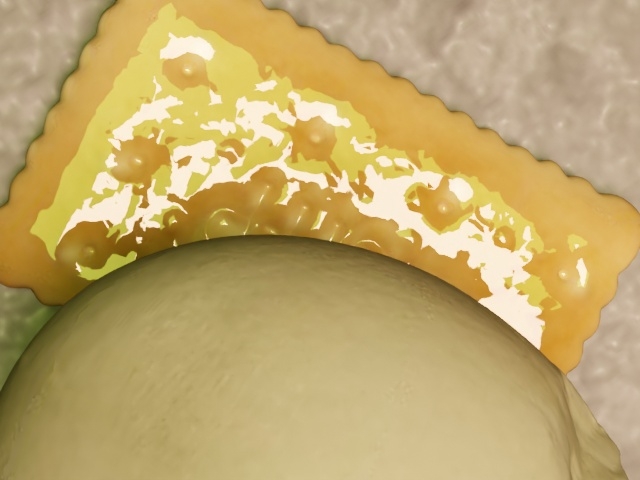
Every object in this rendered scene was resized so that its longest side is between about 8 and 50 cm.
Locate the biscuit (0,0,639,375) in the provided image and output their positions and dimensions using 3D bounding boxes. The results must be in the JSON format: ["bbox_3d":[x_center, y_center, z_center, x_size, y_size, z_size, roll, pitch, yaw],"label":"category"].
[{"bbox_3d":[0.000,0.000,0.579,0.249,0.030,0.160,29,88,-7],"label":"biscuit"}]

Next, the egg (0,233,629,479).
[{"bbox_3d":[0.002,0.120,0.470,0.219,0.219,0.269,-47,115,-3],"label":"egg"}]
